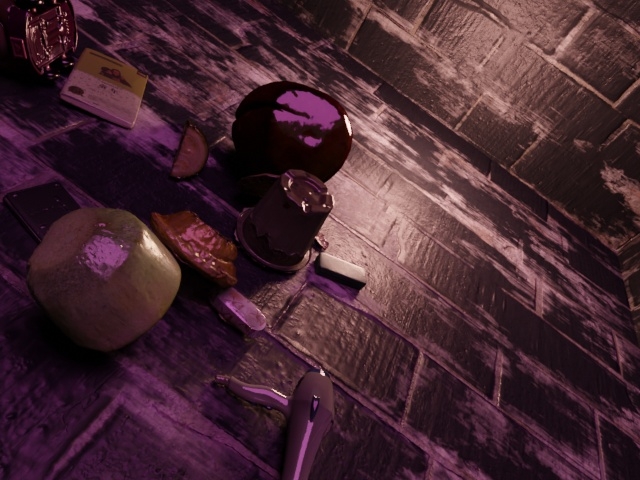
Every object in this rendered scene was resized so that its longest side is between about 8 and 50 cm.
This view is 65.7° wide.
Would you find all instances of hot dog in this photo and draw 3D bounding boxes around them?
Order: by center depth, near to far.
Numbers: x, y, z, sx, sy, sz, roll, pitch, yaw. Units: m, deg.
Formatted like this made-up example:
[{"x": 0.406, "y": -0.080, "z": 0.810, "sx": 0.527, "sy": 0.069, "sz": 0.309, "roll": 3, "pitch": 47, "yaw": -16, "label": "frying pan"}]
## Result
[{"x": -0.229, "y": 0.191, "z": 1.366, "sx": 0.192, "sy": 0.053, "sz": 0.099, "roll": 37, "pitch": 36, "yaw": 6, "label": "hot dog"}]

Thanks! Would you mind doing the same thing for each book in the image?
[{"x": -0.749, "y": -0.544, "z": 1.748, "sx": 0.239, "sy": 0.035, "sz": 0.352, "roll": 21, "pitch": 40, "yaw": -26, "label": "book"}]

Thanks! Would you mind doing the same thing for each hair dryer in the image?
[{"x": -0.100, "y": 0.451, "z": 1.173, "sx": 0.299, "sy": 0.118, "sz": 0.295, "roll": 2, "pitch": 50, "yaw": -15, "label": "hair dryer"}]

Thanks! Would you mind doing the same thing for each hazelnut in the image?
[{"x": -0.100, "y": -0.363, "z": 1.798, "sx": 0.430, "sy": 0.402, "sz": 0.401, "roll": 0, "pitch": 49, "yaw": -25, "label": "hazelnut"}]

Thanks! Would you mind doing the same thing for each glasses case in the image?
[{"x": 0.070, "y": 0.106, "z": 1.703, "sx": 0.184, "sy": 0.039, "sz": 0.077, "roll": 22, "pitch": 39, "yaw": -18, "label": "glasses case"}]

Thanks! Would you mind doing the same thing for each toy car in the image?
[{"x": -0.957, "y": -0.679, "z": 1.596, "sx": 0.241, "sy": 0.271, "sz": 0.340, "roll": 10, "pitch": 37, "yaw": -1, "label": "toy car"}]

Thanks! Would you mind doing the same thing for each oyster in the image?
[{"x": 0.002, "y": 0.003, "z": 1.779, "sx": 0.054, "sy": 0.019, "sz": 0.083, "roll": 1, "pitch": 47, "yaw": -40, "label": "oyster"}]

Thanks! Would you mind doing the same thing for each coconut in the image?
[{"x": -0.470, "y": 0.093, "z": 1.110, "sx": 0.282, "sy": 0.328, "sz": 0.328, "roll": -27, "pitch": 60, "yaw": -3, "label": "coconut"}]

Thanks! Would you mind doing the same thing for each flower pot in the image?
[{"x": -0.104, "y": -0.075, "z": 1.580, "sx": 0.291, "sy": 0.259, "sz": 0.290, "roll": 21, "pitch": 41, "yaw": -19, "label": "flower pot"}]

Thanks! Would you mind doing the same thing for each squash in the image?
[{"x": -0.453, "y": -0.313, "z": 1.751, "sx": 0.111, "sy": 0.202, "sz": 0.289, "roll": 19, "pitch": 5, "yaw": -21, "label": "squash"}]

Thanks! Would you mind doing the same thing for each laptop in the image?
[{"x": -0.696, "y": -0.065, "z": 1.292, "sx": 0.207, "sy": 0.026, "sz": 0.154, "roll": 46, "pitch": 37, "yaw": 12, "label": "laptop"}]

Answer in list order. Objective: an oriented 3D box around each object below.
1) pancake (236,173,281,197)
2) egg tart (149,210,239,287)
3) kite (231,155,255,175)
[{"x": -0.172, "y": -0.184, "z": 1.689, "sx": 0.212, "sy": 0.236, "sz": 0.029, "roll": 30, "pitch": 59, "yaw": -65, "label": "pancake"}, {"x": -0.323, "y": 0.007, "z": 1.327, "sx": 0.290, "sy": 0.115, "sz": 0.290, "roll": 39, "pitch": -6, "yaw": 5, "label": "egg tart"}, {"x": -0.239, "y": -0.292, "z": 1.914, "sx": 0.234, "sy": 0.016, "sz": 0.321, "roll": 7, "pitch": 45, "yaw": -31, "label": "kite"}]
